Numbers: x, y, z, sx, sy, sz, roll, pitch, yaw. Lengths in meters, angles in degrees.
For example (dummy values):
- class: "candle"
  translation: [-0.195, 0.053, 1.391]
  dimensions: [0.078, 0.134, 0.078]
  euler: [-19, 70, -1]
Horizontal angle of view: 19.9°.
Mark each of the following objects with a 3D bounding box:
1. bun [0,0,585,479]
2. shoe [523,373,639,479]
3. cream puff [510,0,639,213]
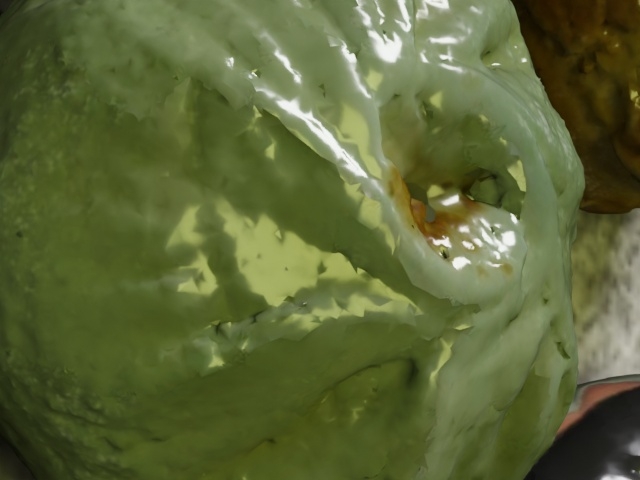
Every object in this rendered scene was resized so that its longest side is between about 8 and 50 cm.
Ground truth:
- class: "bun"
  translation: [0.000, 0.000, 0.487]
  dimensions: [0.195, 0.118, 0.195]
  euler: [4, 85, -45]
- class: "shoe"
  translation: [0.086, 0.132, 0.535]
  dimensions: [0.291, 0.137, 0.114]
  euler: [-42, 114, -37]
- class: "cream puff"
  translation: [0.116, -0.081, 0.606]
  dimensions: [0.126, 0.103, 0.144]
  euler: [-24, 96, -39]
